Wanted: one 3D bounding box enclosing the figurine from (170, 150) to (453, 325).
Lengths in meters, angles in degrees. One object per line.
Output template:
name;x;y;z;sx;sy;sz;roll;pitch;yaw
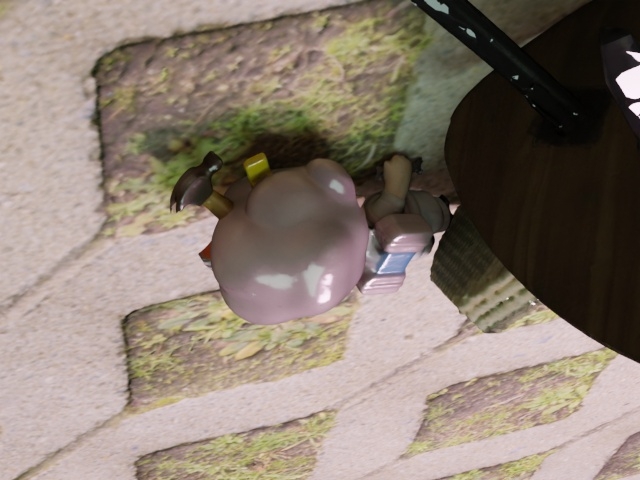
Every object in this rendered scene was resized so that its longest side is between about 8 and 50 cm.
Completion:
figurine;0.000;0.000;0.872;0.229;0.112;0.137;-4;146;-39

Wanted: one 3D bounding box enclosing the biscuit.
biscuit;0.153;-0.023;0.848;0.052;0.150;0.252;33;143;-11

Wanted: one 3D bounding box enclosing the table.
table;0.138;-0.121;0.620;0.317;0.317;0.249;-27;137;20
